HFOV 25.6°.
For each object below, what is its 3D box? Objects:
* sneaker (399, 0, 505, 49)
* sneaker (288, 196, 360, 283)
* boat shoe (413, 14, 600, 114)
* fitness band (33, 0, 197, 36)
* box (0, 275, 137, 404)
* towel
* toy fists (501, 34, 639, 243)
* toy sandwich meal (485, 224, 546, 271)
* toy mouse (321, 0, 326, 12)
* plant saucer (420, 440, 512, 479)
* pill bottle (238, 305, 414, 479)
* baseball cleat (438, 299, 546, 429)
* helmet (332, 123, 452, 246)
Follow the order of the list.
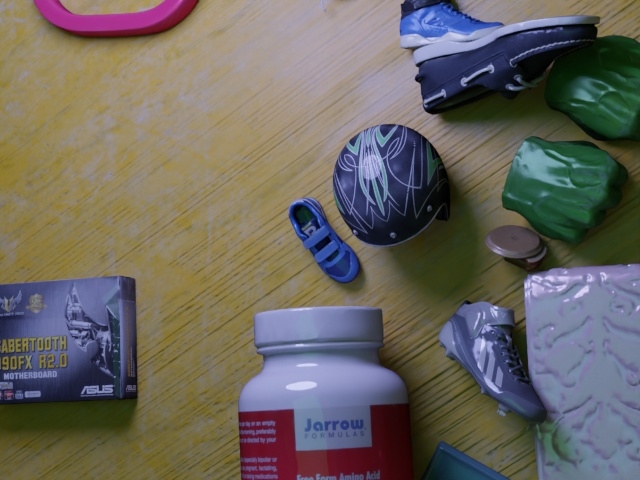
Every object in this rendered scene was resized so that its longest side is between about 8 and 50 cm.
[{"bbox_3d":[0.180,-0.312,1.938,0.152,0.058,0.085,-2,92,26],"label":"sneaker"},{"bbox_3d":[0.000,0.000,1.972,0.053,0.059,0.144,-40,74,10],"label":"sneaker"},{"bbox_3d":[0.245,-0.229,1.843,0.302,0.114,0.091,-9,87,54],"label":"boat shoe"},{"bbox_3d":[-0.309,-0.414,2.135,0.290,0.054,0.209,1,87,21],"label":"fitness band"},{"bbox_3d":[-0.387,0.151,2.099,0.231,0.056,0.183,-4,84,19],"label":"box"},{"bbox_3d":[0.433,0.184,1.799,0.331,0.053,0.317,-5,84,20],"label":"towel"},{"bbox_3d":[0.353,-0.132,1.839,0.142,0.096,0.279,25,93,36],"label":"toy fists"},{"bbox_3d":[0.260,0.010,1.877,0.085,0.085,0.029,16,125,21],"label":"toy sandwich meal"},{"bbox_3d":[0.026,-0.411,2.019,0.143,0.031,0.161,-12,81,19],"label":"toy mouse"},{"bbox_3d":[0.226,0.342,1.877,0.192,0.018,0.067,28,94,21],"label":"plant saucer"},{"bbox_3d":[0.008,0.296,1.848,0.229,0.229,0.408,-6,83,19],"label":"pill bottle"},{"bbox_3d":[0.235,0.150,1.836,0.206,0.072,0.109,42,105,39],"label":"baseball cleat"},{"bbox_3d":[0.094,-0.073,1.890,0.169,0.161,0.169,-2,84,20],"label":"helmet"}]
